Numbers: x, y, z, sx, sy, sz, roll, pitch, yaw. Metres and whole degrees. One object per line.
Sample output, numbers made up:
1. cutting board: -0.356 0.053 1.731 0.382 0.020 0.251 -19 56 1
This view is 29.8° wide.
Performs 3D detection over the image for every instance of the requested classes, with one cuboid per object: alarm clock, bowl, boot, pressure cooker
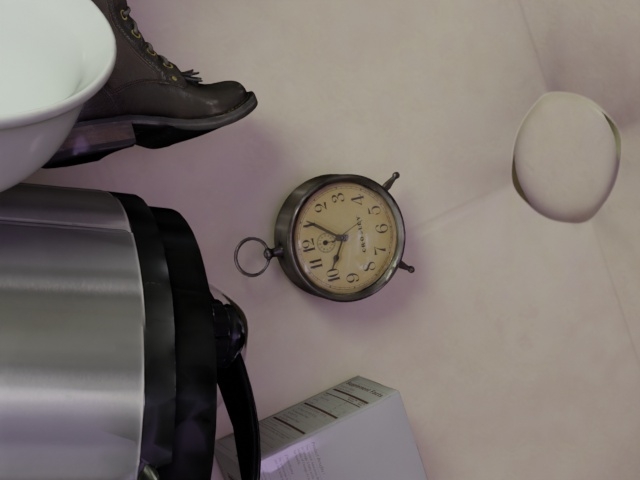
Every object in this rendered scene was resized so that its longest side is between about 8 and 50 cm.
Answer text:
1. alarm clock: 0.000 0.000 1.221 0.192 0.064 0.129 -13 99 -25
2. bowl: -0.298 -0.105 0.824 0.298 0.298 0.134 2 125 -24
3. boot: -0.177 -0.192 1.048 0.263 0.091 0.228 -18 93 -48
4. pressure cooker: -0.252 0.135 0.954 0.421 0.375 0.369 4 89 -23

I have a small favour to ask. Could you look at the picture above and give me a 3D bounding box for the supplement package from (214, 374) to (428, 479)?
1. supplement package: -0.001 0.224 1.214 0.179 0.105 0.105 -22 101 -20
